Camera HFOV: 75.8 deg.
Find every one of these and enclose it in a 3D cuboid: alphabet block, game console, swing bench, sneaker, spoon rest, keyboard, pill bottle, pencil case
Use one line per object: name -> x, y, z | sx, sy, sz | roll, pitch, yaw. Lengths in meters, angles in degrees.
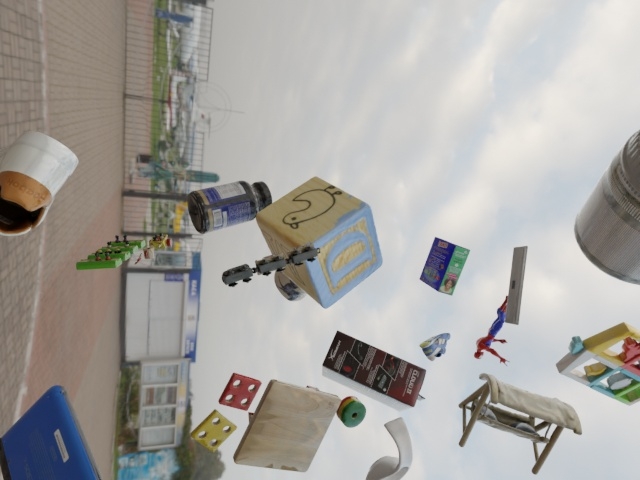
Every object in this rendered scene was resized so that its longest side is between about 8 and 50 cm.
alphabet block -> 0.000, 0.000, 0.943 | 0.197, 0.192, 0.193 | 34, -29, 43
game console -> -0.528, 0.497, 0.844 | 0.293, 0.250, 0.173 | 38, -9, 35
swing bench -> 0.595, 0.543, 1.266 | 0.165, 0.253, 0.254 | -61, 169, -56
sneaker -> 0.356, 0.322, 1.253 | 0.053, 0.144, 0.059 | -39, -109, 43
sneaker -> -0.466, -0.063, 0.605 | 0.290, 0.106, 0.123 | -13, -127, 43
spoon rest -> 0.185, 0.584, 1.070 | 0.084, 0.137, 0.276 | -130, -143, -49
keyboard -> 0.638, 0.144, 1.340 | 0.072, 0.014, 0.255 | 113, -13, -83
pill bottle -> -0.255, -0.103, 1.177 | 0.123, 0.219, 0.122 | 33, -48, 46
pencil case -> -0.031, 0.079, 1.498 | 0.410, 0.160, 0.183 | -45, -168, 49

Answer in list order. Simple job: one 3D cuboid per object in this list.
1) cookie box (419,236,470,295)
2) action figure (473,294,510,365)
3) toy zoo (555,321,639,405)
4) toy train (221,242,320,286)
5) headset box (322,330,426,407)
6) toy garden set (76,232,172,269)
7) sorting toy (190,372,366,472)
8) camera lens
cookie box -> 0.272, 0.054, 0.908 | 0.092, 0.040, 0.107 | -136, -116, -72
action figure -> 0.722, 0.373, 1.628 | 0.280, 0.139, 0.091 | -59, 170, 11
toy zoo -> 0.713, 0.293, 0.978 | 0.192, 0.293, 0.030 | -53, -163, 34
toy train -> -0.073, 0.036, 0.626 | 0.036, 0.158, 0.027 | 19, -58, 63
headset box -> 0.157, 0.387, 1.184 | 0.218, 0.293, 0.110 | 91, 23, -65
toy garden set -> -0.586, 0.023, 1.258 | 0.244, 0.204, 0.049 | -108, -165, -75
sorting toy -> -0.062, 0.281, 0.641 | 0.046, 0.275, 0.132 | 26, -90, 60
camera lens -> 0.613, -0.062, 0.736 | 0.274, 0.220, 0.219 | 75, 4, -56
